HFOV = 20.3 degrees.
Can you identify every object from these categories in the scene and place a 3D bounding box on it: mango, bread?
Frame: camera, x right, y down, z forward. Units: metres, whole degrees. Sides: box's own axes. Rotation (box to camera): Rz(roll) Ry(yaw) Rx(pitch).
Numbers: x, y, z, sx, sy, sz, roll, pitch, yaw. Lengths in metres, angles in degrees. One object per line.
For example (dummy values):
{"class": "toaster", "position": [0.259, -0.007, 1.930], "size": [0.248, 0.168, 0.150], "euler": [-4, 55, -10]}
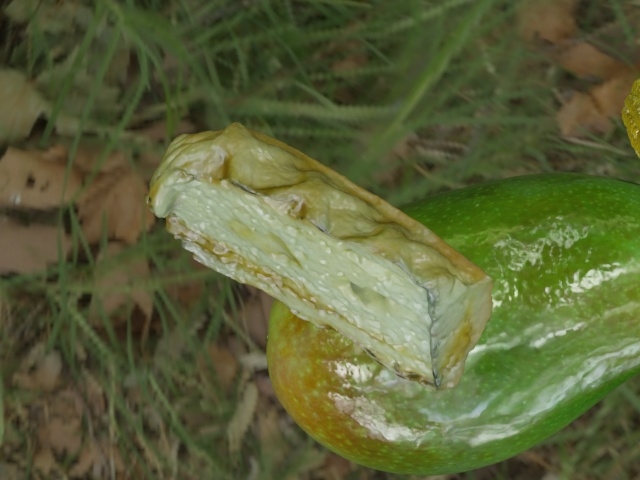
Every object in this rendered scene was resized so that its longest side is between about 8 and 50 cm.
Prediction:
{"class": "mango", "position": [0.140, 0.064, 1.418], "size": [0.381, 0.225, 0.201], "euler": [-14, 132, 9]}
{"class": "bread", "position": [0.000, 0.000, 1.129], "size": [0.232, 0.128, 0.088], "euler": [27, 66, 20]}

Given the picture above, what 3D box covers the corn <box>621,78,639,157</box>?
{"class": "corn", "position": [0.338, -0.084, 1.615], "size": [0.093, 0.244, 0.093], "euler": [-2, 115, -5]}
